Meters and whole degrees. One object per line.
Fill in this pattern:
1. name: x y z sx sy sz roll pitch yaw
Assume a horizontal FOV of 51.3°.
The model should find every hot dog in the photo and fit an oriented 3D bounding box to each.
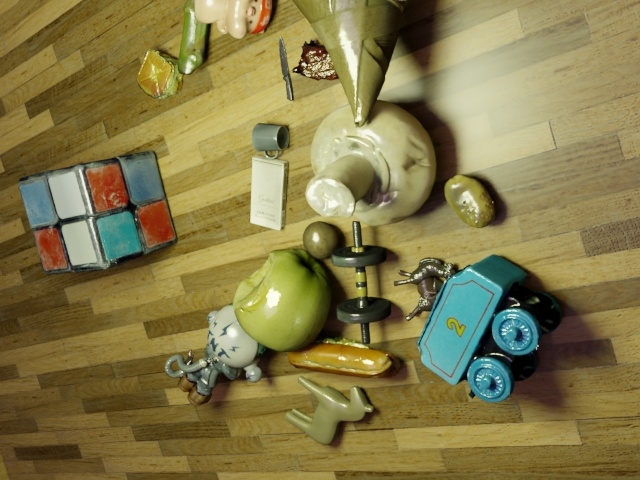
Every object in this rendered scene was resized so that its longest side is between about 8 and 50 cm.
1. hot dog: 0.052 0.313 1.813 0.337 0.135 0.100 1 82 33

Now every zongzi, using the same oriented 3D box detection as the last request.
1. zongzi: -0.050 -0.540 1.491 0.500 0.218 0.466 20 88 17

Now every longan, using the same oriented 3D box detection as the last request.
1. longan: 0.000 0.000 1.787 0.106 0.106 0.119 69 165 0

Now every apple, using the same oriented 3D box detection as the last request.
1. apple: -0.094 0.162 1.792 0.279 0.279 0.279 9 107 31

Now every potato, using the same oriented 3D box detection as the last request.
1. potato: 0.348 -0.091 1.543 0.091 0.070 0.138 -41 78 39

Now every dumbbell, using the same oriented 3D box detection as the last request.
1. dumbbell: 0.105 0.110 1.712 0.143 0.143 0.325 1 103 33

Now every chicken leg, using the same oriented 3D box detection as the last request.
1. chicken leg: 0.027 -0.454 1.665 0.234 0.063 0.105 4 109 30

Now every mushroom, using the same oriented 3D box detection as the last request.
1. mushroom: 0.095 -0.165 1.531 0.315 0.336 0.314 12 118 24

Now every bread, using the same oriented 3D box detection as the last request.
1. bread: -0.472 -0.487 1.978 0.128 0.069 0.140 36 116 20

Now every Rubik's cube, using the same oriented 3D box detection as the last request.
1. Rubik's cube: -0.689 -0.087 2.078 0.316 0.318 0.313 -6 101 35

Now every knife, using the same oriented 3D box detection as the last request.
1. knife: -0.094 -0.456 1.775 0.023 0.010 0.170 -4 98 28

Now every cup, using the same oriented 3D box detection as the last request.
1. cup: -0.132 -0.269 1.814 0.077 0.078 0.100 7 125 27

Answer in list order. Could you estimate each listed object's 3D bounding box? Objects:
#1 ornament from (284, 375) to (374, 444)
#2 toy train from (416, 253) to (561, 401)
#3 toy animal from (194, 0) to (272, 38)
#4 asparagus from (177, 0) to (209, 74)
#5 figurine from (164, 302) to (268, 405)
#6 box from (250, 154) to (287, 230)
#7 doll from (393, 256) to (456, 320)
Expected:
1. ornament: 0.028 0.484 1.912 0.245 0.061 0.230 28 114 26
2. toy train: 0.381 0.208 1.540 0.265 0.188 0.300 34 122 27
3. toy animal: -0.224 -0.613 1.724 0.198 0.171 0.171 8 111 -5
4. asparagus: -0.340 -0.632 1.847 0.082 0.085 0.343 24 109 39
5. figurine: -0.279 0.338 2.006 0.261 0.186 0.382 43 117 10
6. box: -0.146 -0.134 1.882 0.109 0.029 0.198 15 112 29
7. doll: 0.268 0.114 1.662 0.165 0.057 0.139 -20 88 31
